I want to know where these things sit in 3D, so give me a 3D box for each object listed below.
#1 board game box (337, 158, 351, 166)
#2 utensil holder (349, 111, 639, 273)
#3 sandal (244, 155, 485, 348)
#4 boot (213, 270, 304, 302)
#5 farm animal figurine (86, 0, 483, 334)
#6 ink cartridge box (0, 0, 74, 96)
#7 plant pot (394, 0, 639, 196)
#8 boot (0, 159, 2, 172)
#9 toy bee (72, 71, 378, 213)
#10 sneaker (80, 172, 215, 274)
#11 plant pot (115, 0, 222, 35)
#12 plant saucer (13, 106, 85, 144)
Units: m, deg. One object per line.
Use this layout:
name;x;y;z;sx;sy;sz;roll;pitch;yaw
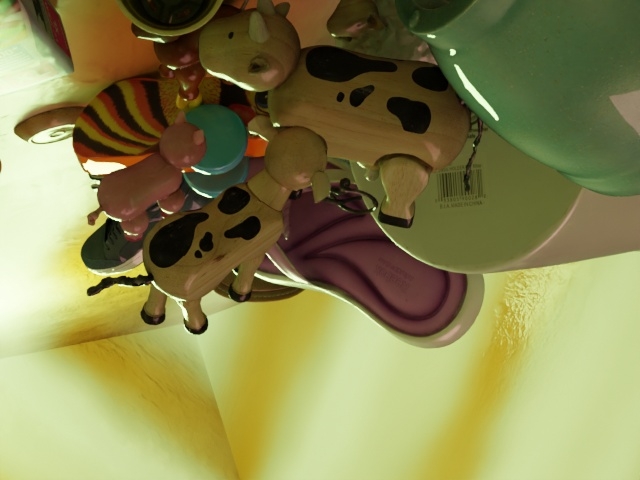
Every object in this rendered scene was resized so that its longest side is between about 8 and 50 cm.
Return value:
board game box;-0.062;-0.104;1.608;0.336;0.079;0.254;-17;173;-12
utensil holder;0.262;-0.135;1.230;0.385;0.328;0.327;-6;167;-46
sandal;0.006;-0.014;1.311;0.416;0.169;0.102;23;178;36
boot;-0.077;0.006;1.627;0.283;0.109;0.220;-26;-165;-28
farm animal figurine;-0.022;-0.099;0.922;0.326;0.330;0.172;0;144;-11
ink cartridge box;-0.291;-0.149;0.767;0.185;0.065;0.311;-18;171;-2
plant pot;0.177;-0.198;0.817;0.196;0.293;0.293;16;157;-26
boot;-0.375;-0.070;1.201;0.157;0.059;0.084;-12;180;35
toy bee;-0.095;-0.126;1.177;0.298;0.162;0.195;14;162;-21
sneaker;-0.246;-0.045;1.381;0.226;0.086;0.163;-26;142;28
plant pot;-0.112;-0.190;0.854;0.083;0.083;0.079;-17;-175;-5
plant saucer;-0.281;-0.118;1.207;0.083;0.015;0.083;-17;173;-2
